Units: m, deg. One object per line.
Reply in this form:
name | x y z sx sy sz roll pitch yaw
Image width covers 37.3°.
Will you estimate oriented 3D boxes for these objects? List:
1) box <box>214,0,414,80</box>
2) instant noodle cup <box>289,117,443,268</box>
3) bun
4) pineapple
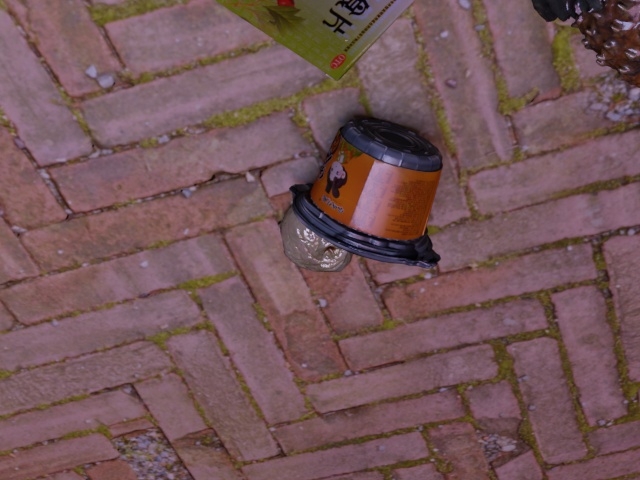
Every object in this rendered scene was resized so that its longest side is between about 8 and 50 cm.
box | 0.025 -0.300 0.948 0.175 0.062 0.260 30 132 -21
instant noodle cup | 0.068 -0.068 1.129 0.208 0.177 0.125 24 114 10
bun | 0.000 0.000 1.234 0.115 0.069 0.115 -1 131 -1
pineapple | 0.291 -0.282 0.979 0.310 0.141 0.170 31 150 -19
